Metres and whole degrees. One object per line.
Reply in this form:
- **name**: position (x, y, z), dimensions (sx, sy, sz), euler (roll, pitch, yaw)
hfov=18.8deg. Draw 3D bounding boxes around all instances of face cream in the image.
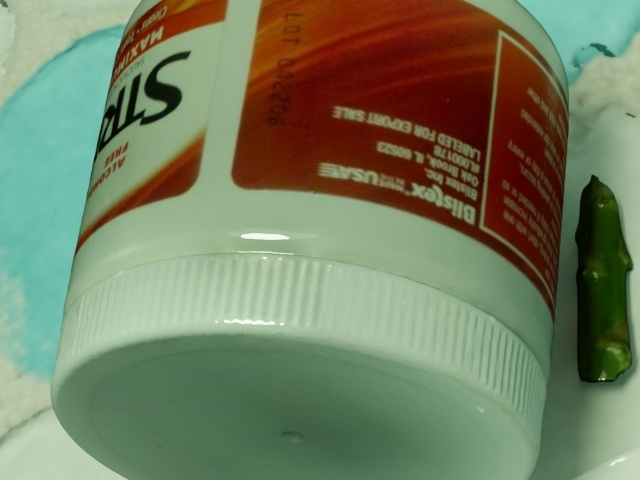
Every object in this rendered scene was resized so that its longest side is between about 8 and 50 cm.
- **face cream**: position (0.000, 0.000, 0.811), dimensions (0.201, 0.201, 0.187), euler (-4, 59, 21)

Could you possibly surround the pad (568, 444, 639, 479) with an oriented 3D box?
- **pad**: position (0.156, 0.180, 0.755), dimensions (0.156, 0.004, 0.232), euler (-26, 53, 6)

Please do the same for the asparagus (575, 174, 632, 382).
- **asparagus**: position (0.126, 0.019, 0.859), dimensions (0.025, 0.021, 0.108), euler (-6, 57, 15)
